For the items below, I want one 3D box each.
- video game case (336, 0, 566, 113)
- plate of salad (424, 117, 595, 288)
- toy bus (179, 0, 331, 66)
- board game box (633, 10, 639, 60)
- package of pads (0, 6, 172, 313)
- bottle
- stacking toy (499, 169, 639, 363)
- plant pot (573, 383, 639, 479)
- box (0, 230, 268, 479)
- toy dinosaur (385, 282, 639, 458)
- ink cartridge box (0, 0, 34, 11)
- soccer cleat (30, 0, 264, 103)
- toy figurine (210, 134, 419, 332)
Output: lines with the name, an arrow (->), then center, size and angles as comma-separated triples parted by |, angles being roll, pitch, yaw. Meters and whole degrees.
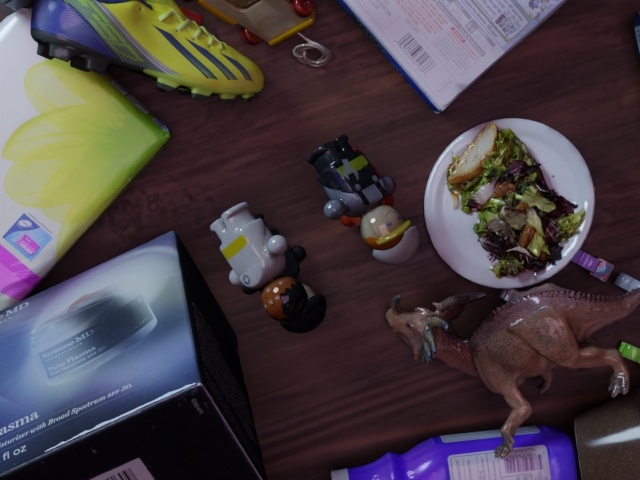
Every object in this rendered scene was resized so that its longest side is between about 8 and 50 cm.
video game case -> 0.138, -0.326, 1.549 | 0.244, 0.061, 0.269 | -41, 94, 1
plate of salad -> 0.213, -0.045, 1.550 | 0.200, 0.048, 0.199 | -3, 82, 18
toy bus -> -0.077, -0.301, 1.516 | 0.191, 0.202, 0.104 | 6, 63, 4
board game box -> 0.478, -0.195, 1.575 | 0.194, 0.060, 0.194 | -14, 94, -3
package of pads -> -0.346, -0.089, 1.523 | 0.229, 0.101, 0.296 | 43, 90, -6
bottle -> 0.155, 0.287, 1.573 | 0.283, 0.092, 0.118 | -6, 99, -2
stacking toy -> 0.338, 0.037, 1.587 | 0.221, 0.052, 0.167 | 26, 92, -5
plant pot -> 0.413, 0.238, 1.543 | 0.231, 0.215, 0.215 | -8, 94, 12
box -> -0.234, 0.181, 1.403 | 0.296, 0.294, 0.182 | -25, 121, 3
toy dinosaur -> 0.223, 0.102, 1.506 | 0.296, 0.127, 0.200 | -30, 108, 22
ink cartridge box -> -0.350, -0.339, 1.445 | 0.093, 0.219, 0.160 | -35, 95, 0
soccer cleat -> -0.175, -0.226, 1.473 | 0.289, 0.093, 0.121 | 12, 93, -35
toy figurine -> 0.000, 0.000, 1.488 | 0.213, 0.209, 0.148 | -34, 84, 1
